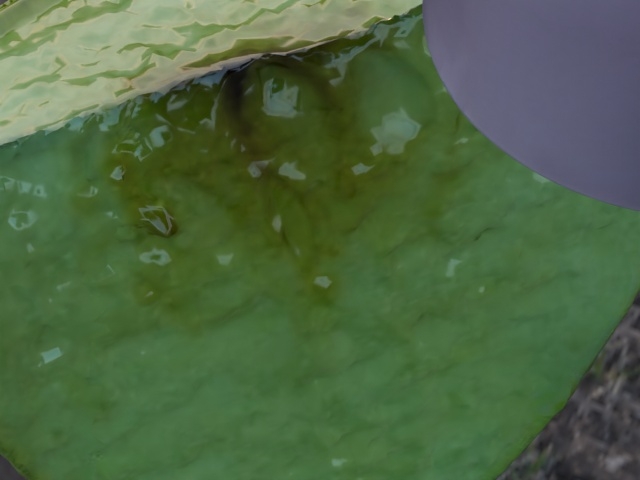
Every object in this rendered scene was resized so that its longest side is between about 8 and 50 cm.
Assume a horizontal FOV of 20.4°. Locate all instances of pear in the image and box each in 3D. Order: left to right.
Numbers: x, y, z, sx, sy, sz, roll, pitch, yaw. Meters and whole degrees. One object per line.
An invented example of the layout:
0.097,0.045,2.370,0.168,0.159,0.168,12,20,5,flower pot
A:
-0.004,-0.001,0.658,0.288,0.239,0.139,-19,30,-9,pear

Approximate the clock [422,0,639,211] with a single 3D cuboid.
0.168,-0.016,0.332,0.275,0.080,0.290,-2,51,-10,clock
